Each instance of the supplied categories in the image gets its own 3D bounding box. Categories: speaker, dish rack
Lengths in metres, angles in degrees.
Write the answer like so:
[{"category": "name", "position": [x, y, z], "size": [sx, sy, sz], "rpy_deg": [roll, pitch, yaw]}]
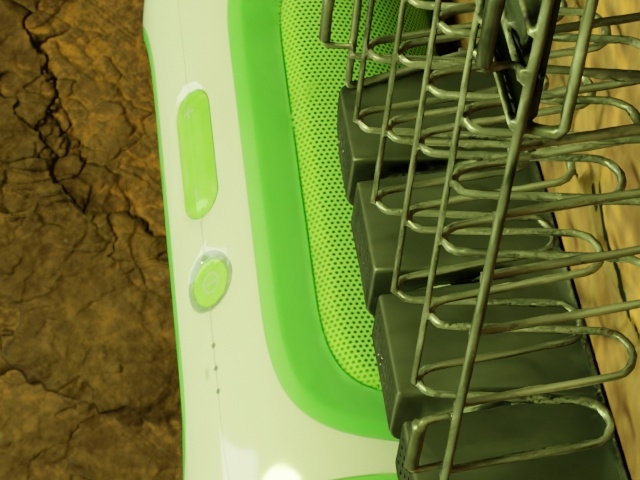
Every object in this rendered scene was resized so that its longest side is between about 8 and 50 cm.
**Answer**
[{"category": "speaker", "position": [0.000, 0.000, 0.692], "size": [0.131, 0.131, 0.296], "rpy_deg": [96, 167, -60]}, {"category": "dish rack", "position": [0.051, -0.053, 0.494], "size": [0.271, 0.074, 0.208], "rpy_deg": [95, 168, -48]}]
